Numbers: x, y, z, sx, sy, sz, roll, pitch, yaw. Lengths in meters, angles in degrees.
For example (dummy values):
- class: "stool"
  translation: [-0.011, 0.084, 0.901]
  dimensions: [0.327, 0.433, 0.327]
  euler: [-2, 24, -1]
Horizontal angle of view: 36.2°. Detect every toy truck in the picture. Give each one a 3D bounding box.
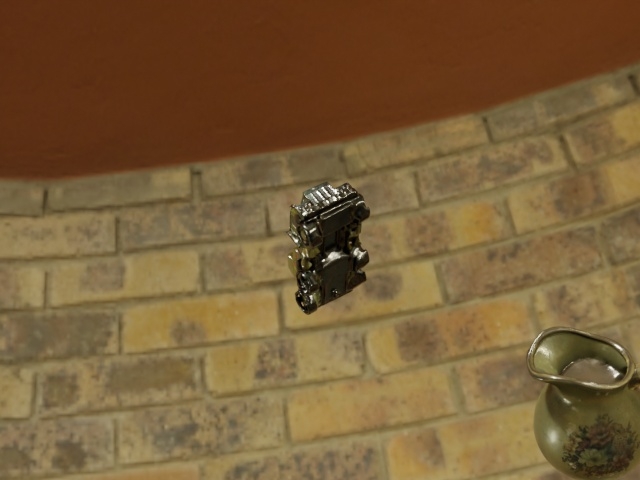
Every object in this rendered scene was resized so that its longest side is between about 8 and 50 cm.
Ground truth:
- class: "toy truck"
  translation: [0.002, 0.002, 1.659]
  dimensions: [0.127, 0.127, 0.257]
  euler: [-26, -30, -19]

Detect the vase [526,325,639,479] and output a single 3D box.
- class: "vase"
  translation: [0.599, 0.331, 2.012]
  dimensions: [0.329, 0.241, 0.302]
  euler: [-5, -56, 12]
